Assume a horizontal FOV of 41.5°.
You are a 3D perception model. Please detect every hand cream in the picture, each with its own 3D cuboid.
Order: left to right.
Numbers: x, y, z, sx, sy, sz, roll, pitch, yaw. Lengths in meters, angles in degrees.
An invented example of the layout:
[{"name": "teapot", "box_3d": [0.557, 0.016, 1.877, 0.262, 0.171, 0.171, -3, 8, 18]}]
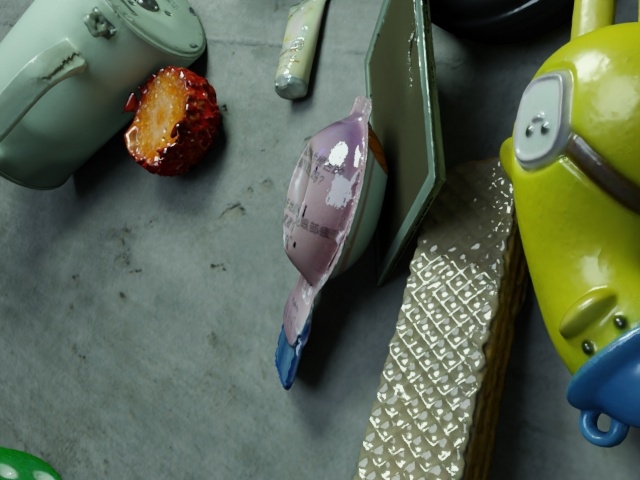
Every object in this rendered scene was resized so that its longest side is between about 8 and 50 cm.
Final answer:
[{"name": "hand cream", "box_3d": [-0.025, -0.232, 1.000, 0.061, 0.039, 0.143, -15, 57, 40]}]

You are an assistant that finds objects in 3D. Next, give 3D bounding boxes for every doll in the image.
[{"name": "doll", "box_3d": [0.213, -0.035, 0.614, 0.199, 0.145, 0.363, -5, 77, 53]}]

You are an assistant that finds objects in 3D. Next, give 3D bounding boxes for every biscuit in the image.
[{"name": "biscuit", "box_3d": [0.100, 0.091, 0.661, 0.094, 0.054, 0.378, -4, 54, 35]}]

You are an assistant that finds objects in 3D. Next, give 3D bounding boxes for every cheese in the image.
[{"name": "cheese", "box_3d": [0.000, 0.000, 0.810, 0.189, 0.074, 0.286, -128, 53, -76]}]

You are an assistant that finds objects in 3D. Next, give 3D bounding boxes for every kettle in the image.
[{"name": "kettle", "box_3d": [-0.334, -0.215, 1.146, 0.318, 0.205, 0.265, -36, 43, 25]}]

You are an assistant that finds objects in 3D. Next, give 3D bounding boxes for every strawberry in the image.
[{"name": "strawberry", "box_3d": [-0.183, -0.146, 1.065, 0.145, 0.086, 0.145, -18, 59, 32]}]

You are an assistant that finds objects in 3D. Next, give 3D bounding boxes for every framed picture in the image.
[{"name": "framed picture", "box_3d": [0.073, -0.121, 0.779, 0.216, 0.016, 0.273, 109, 161, -64]}]

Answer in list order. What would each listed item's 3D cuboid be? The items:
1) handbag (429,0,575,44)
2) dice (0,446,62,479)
[{"name": "handbag", "box_3d": [0.176, -0.324, 0.817, 0.254, 0.093, 0.308, -46, 47, 15]}, {"name": "dice", "box_3d": [-0.384, 0.331, 1.004, 0.131, 0.120, 0.128, 37, 96, 44]}]
